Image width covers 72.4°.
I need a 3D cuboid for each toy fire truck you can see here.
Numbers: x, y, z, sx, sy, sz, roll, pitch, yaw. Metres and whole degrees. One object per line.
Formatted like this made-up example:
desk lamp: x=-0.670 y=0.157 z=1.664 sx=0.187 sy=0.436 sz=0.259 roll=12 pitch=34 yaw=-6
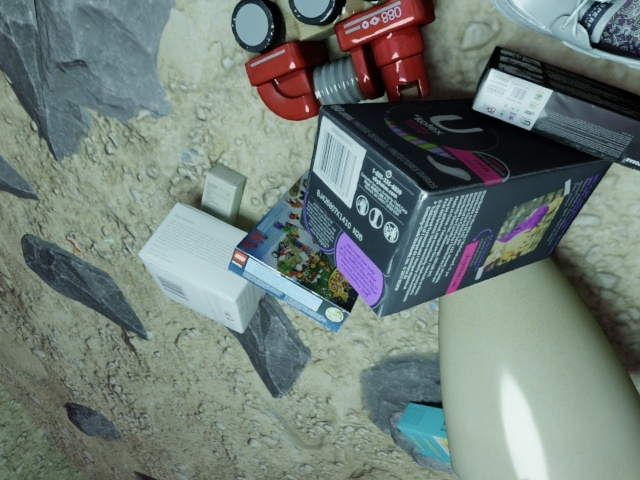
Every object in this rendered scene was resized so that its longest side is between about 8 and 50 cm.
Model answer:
toy fire truck: x=0.044 y=-0.192 z=0.539 sx=0.217 sy=0.158 sz=0.246 roll=-10 pitch=107 yaw=29

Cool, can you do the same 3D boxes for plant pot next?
plant pot: x=0.264 y=0.146 z=0.590 sx=0.256 sy=0.256 sz=0.274 roll=-18 pitch=86 yaw=33

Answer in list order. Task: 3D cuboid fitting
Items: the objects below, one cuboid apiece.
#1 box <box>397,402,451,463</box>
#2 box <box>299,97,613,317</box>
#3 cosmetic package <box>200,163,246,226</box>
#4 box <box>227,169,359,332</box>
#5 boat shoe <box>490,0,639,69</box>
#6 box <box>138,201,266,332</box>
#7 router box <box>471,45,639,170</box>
box: x=0.268 y=0.373 z=0.810 sx=0.100 sy=0.060 sz=0.244 roll=50 pitch=148 yaw=-17
box: x=0.138 y=-0.054 z=0.469 sx=0.165 sy=0.270 sz=0.143 roll=50 pitch=141 yaw=38
cosmetic package: x=-0.174 y=-0.070 z=0.770 sx=0.060 sy=0.041 sz=0.115 roll=28 pitch=129 yaw=4
box: x=0.000 y=0.000 z=0.615 sx=0.159 sy=0.233 sz=0.044 roll=29 pitch=129 yaw=3
boat shoe: x=0.278 y=-0.227 z=0.430 sx=0.227 sy=0.081 sz=0.079 roll=24 pitch=129 yaw=8
box: x=-0.192 y=0.054 z=0.776 sx=0.182 sy=0.119 sz=0.181 roll=24 pitch=153 yaw=7
router box: x=0.258 y=-0.145 z=0.463 sx=0.179 sy=0.133 sz=0.046 roll=24 pitch=128 yaw=8
